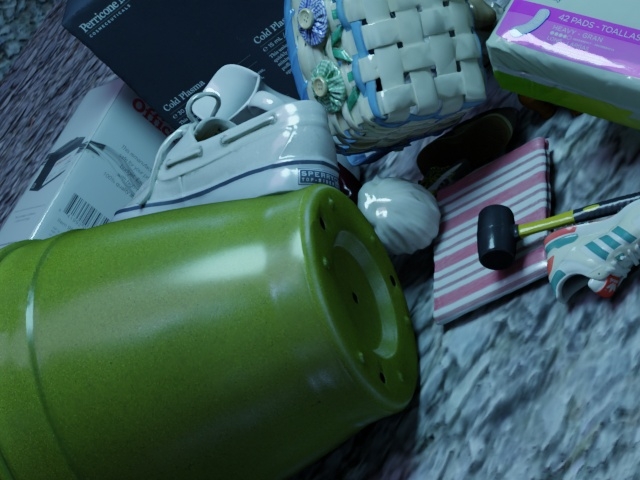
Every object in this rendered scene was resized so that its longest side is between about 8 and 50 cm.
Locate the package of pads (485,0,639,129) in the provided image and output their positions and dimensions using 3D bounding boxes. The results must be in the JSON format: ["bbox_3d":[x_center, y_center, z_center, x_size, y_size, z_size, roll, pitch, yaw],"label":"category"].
[{"bbox_3d":[0.333,-0.217,1.267,0.296,0.101,0.229,22,73,31],"label":"package of pads"}]

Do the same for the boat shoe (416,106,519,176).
[{"bbox_3d":[0.170,-0.107,1.528,0.049,0.056,0.152,-37,9,-38],"label":"boat shoe"}]

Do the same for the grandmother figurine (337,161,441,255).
[{"bbox_3d":[0.000,0.000,1.552,0.342,0.104,0.208,-17,75,46],"label":"grandmother figurine"}]

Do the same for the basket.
[{"bbox_3d":[0.058,-0.220,1.510,0.201,0.255,0.289,-13,1,-13],"label":"basket"}]

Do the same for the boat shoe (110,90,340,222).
[{"bbox_3d":[-0.119,-0.087,1.530,0.367,0.136,0.156,-18,68,50],"label":"boat shoe"}]

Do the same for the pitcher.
[{"bbox_3d":[-0.035,-0.118,1.652,0.125,0.207,0.178,-53,30,-8],"label":"pitcher"}]

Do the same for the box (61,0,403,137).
[{"bbox_3d":[-0.106,-0.318,1.795,0.343,0.312,0.179,-34,32,21],"label":"box"}]

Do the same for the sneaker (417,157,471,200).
[{"bbox_3d":[0.135,-0.072,1.523,0.083,0.031,0.035,-41,53,37],"label":"sneaker"}]

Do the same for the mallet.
[{"bbox_3d":[0.240,-0.028,1.317,0.189,0.039,0.062,-21,46,18],"label":"mallet"}]

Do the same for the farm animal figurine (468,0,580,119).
[{"bbox_3d":[0.281,-0.318,1.497,0.330,0.172,0.327,-47,29,2],"label":"farm animal figurine"}]

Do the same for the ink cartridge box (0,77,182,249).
[{"bbox_3d":[-0.285,-0.037,1.880,0.129,0.223,0.307,-9,48,51],"label":"ink cartridge box"}]

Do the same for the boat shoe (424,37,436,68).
[{"bbox_3d":[0.140,-0.246,1.754,0.035,0.035,0.100,-25,21,-13],"label":"boat shoe"}]

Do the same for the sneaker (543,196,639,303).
[{"bbox_3d":[0.277,0.013,1.240,0.161,0.057,0.075,-21,56,38],"label":"sneaker"}]

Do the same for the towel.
[{"bbox_3d":[0.182,-0.010,1.416,0.144,0.029,0.197,-29,37,32],"label":"towel"}]

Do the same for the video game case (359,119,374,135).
[{"bbox_3d":[-0.021,-0.166,1.862,0.210,0.042,0.232,-41,30,14],"label":"video game case"}]

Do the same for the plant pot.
[{"bbox_3d":[-0.103,0.113,1.377,0.353,0.366,0.366,-21,37,20],"label":"plant pot"}]
